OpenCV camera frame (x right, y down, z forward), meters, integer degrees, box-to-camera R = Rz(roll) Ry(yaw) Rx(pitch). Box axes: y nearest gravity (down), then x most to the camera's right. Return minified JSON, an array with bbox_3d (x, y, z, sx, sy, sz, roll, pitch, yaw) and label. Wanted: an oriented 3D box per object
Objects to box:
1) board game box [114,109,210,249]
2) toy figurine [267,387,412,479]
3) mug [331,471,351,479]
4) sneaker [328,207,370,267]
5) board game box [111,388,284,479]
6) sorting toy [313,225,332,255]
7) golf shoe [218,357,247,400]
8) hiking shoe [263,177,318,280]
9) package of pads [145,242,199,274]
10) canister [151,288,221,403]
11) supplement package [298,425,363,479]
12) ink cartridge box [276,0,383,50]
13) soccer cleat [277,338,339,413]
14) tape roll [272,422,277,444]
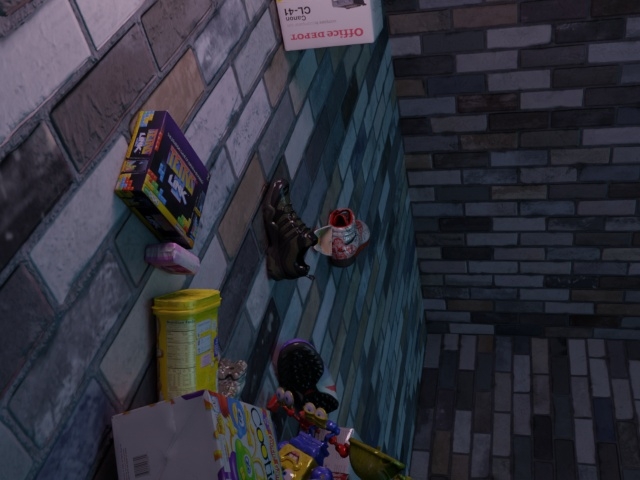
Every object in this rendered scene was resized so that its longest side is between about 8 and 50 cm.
[{"bbox_3d":[-0.229,-0.086,1.012,0.170,0.048,0.141,63,33,-58],"label":"board game box"},{"bbox_3d":[-0.013,0.479,1.364,0.217,0.362,0.191,-50,132,-23],"label":"toy figurine"},{"bbox_3d":[-0.016,0.550,1.522,0.150,0.169,0.113,-66,151,-53],"label":"mug"},{"bbox_3d":[0.090,-0.042,2.030,0.270,0.090,0.145,-57,146,-58],"label":"sneaker"},{"bbox_3d":[-0.164,0.318,0.981,0.275,0.142,0.144,56,17,-67],"label":"board game box"},{"bbox_3d":[0.000,0.000,1.817,0.075,0.045,0.083,3,87,-66],"label":"sorting toy"},{"bbox_3d":[-0.171,0.282,1.185,0.176,0.069,0.086,-47,141,-65],"label":"golf shoe"},{"bbox_3d":[-0.058,-0.024,1.479,0.086,0.114,0.227,-30,119,-72],"label":"hiking shoe"},{"bbox_3d":[-0.223,0.028,1.025,0.083,0.050,0.032,47,46,-66],"label":"package of pads"},{"bbox_3d":[-0.205,0.168,1.049,0.126,0.073,0.170,-13,103,-73],"label":"canister"},{"bbox_3d":[0.021,0.622,1.696,0.204,0.145,0.262,66,30,-55],"label":"supplement package"},{"bbox_3d":[0.010,-0.600,1.519,0.131,0.226,0.306,-64,149,-55],"label":"ink cartridge box"},{"bbox_3d":[-0.035,0.307,1.621,0.318,0.108,0.116,66,6,-49],"label":"soccer cleat"},{"bbox_3d":[-0.146,0.413,1.239,0.189,0.080,0.189,0,90,-75],"label":"tape roll"}]
